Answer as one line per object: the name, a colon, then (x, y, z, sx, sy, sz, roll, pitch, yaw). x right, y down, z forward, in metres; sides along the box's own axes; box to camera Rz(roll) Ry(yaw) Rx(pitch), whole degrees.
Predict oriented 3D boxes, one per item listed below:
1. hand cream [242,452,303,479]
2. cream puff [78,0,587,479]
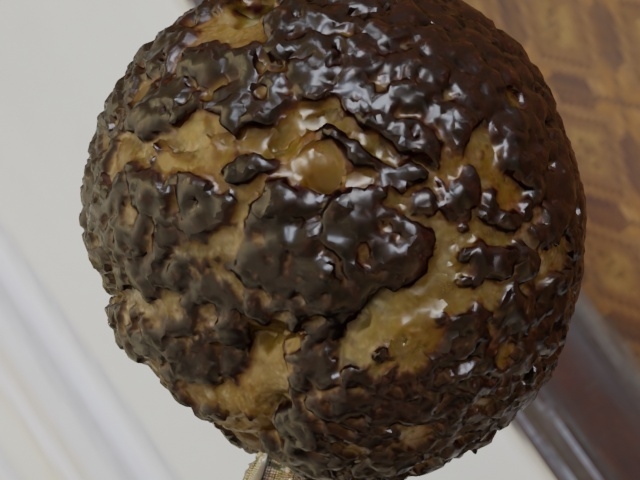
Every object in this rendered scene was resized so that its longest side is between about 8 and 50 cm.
hand cream: (-0.033, 0.198, 1.249, 0.084, 0.203, 0.084, 18, 172, 2)
cream puff: (0.000, 0.000, 0.783, 0.239, 0.165, 0.239, 15, 124, 24)
